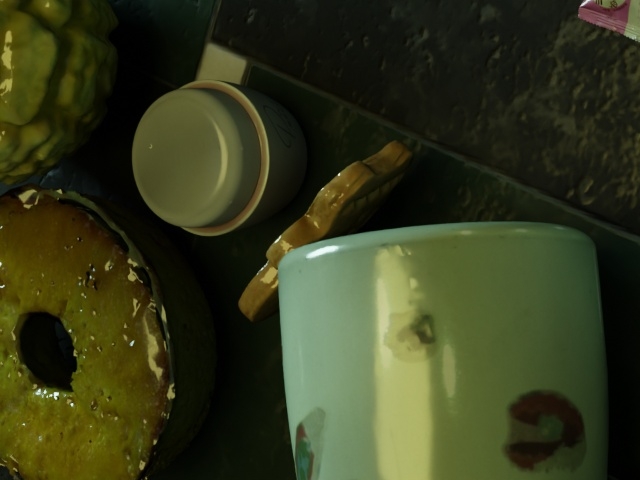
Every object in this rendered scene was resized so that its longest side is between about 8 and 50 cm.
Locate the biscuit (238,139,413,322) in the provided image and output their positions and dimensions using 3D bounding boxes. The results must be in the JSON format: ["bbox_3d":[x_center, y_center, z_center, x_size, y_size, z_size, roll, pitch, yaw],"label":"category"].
[{"bbox_3d":[0.000,0.001,1.040,0.027,0.133,0.184,46,117,8],"label":"biscuit"}]

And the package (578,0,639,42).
[{"bbox_3d":[0.208,-0.173,0.949,0.059,0.029,0.083,33,100,36],"label":"package"}]

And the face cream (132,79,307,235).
[{"bbox_3d":[-0.075,-0.063,1.105,0.117,0.104,0.117,3,96,35],"label":"face cream"}]

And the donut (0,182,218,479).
[{"bbox_3d":[-0.194,0.083,1.195,0.272,0.107,0.272,2,94,33],"label":"donut"}]

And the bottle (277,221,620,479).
[{"bbox_3d":[0.095,0.173,0.926,0.229,0.229,0.352,-12,79,35],"label":"bottle"}]

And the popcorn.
[{"bbox_3d":[-0.288,-0.153,1.167,0.258,0.224,0.270,-25,49,18],"label":"popcorn"}]
